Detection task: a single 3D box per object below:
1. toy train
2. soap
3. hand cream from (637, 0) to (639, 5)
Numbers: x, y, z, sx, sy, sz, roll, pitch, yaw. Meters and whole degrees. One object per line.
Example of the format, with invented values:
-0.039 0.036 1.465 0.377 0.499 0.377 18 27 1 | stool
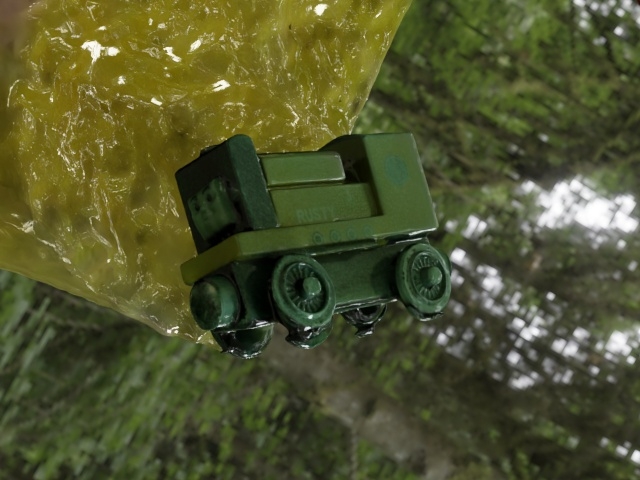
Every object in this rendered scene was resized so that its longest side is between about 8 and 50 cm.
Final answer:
0.000 0.000 0.489 0.050 0.122 0.081 -22 -102 45 | toy train
-0.159 -0.146 0.669 0.306 0.427 0.115 -67 -166 -11 | soap
0.298 -0.209 0.905 0.149 0.230 0.230 -26 -166 2 | hand cream
